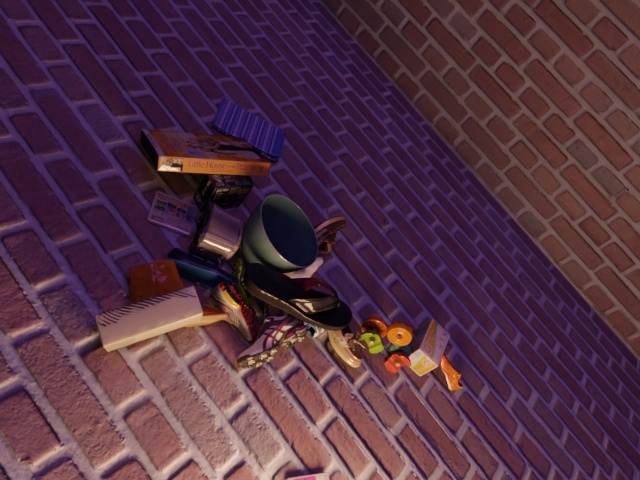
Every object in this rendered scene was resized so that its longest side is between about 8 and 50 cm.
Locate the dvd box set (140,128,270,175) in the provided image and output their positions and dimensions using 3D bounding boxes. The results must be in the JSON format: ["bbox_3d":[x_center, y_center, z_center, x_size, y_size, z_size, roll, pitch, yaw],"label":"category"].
[{"bbox_3d":[-0.440,-0.335,1.912,0.420,0.062,0.307,-1,29,-31],"label":"dvd box set"}]

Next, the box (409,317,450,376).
[{"bbox_3d":[0.436,0.437,2.061,0.103,0.114,0.203,42,42,-1],"label":"box"}]

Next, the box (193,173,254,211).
[{"bbox_3d":[-0.369,-0.190,1.914,0.180,0.147,0.078,-13,66,-44],"label":"box"}]

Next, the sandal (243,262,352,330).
[{"bbox_3d":[-0.049,0.187,1.713,0.445,0.107,0.168,26,33,-29],"label":"sandal"}]

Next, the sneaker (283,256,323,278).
[{"bbox_3d":[-0.061,0.132,1.960,0.212,0.080,0.094,-23,84,-40],"label":"sneaker"}]

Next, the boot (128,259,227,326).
[{"bbox_3d":[-0.444,0.161,1.579,0.295,0.104,0.211,2,64,-29],"label":"boot"}]

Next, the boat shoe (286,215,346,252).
[{"bbox_3d":[0.000,0.000,2.085,0.342,0.123,0.123,-28,86,-45],"label":"boat shoe"}]

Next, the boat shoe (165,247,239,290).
[{"bbox_3d":[-0.387,0.089,1.697,0.258,0.109,0.089,30,38,-18],"label":"boat shoe"}]

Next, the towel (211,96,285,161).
[{"bbox_3d":[-0.319,-0.514,2.312,0.336,0.040,0.243,27,43,-19],"label":"towel"}]

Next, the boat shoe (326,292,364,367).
[{"bbox_3d":[0.079,0.332,1.861,0.285,0.089,0.104,58,21,17],"label":"boat shoe"}]

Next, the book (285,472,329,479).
[{"bbox_3d":[-0.030,0.745,1.487,0.144,0.035,0.096,10,47,-33],"label":"book"}]

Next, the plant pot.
[{"bbox_3d":[-0.175,0.004,1.849,0.290,0.195,0.290,34,40,-34],"label":"plant pot"}]

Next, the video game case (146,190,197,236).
[{"bbox_3d":[-0.529,-0.096,1.804,0.157,0.019,0.143,22,45,-22],"label":"video game case"}]

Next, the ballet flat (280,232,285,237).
[{"bbox_3d":[-0.154,-0.085,2.053,0.077,0.077,0.231,21,45,-23],"label":"ballet flat"}]

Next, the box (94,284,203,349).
[{"bbox_3d":[-0.481,0.220,1.425,0.275,0.113,0.094,-17,77,-23],"label":"box"}]

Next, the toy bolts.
[{"bbox_3d":[0.291,0.372,1.953,0.228,0.218,0.158,52,31,-18],"label":"toy bolts"}]

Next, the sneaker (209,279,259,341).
[{"bbox_3d":[-0.284,0.241,1.678,0.225,0.092,0.088,58,21,-5],"label":"sneaker"}]

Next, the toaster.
[{"bbox_3d":[-0.367,-0.027,1.797,0.146,0.129,0.227,28,41,-23],"label":"toaster"}]

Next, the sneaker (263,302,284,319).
[{"bbox_3d":[-0.145,0.218,1.784,0.095,0.104,0.236,8,55,-38],"label":"sneaker"}]

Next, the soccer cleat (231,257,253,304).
[{"bbox_3d":[-0.271,0.148,1.783,0.072,0.060,0.179,19,52,-39],"label":"soccer cleat"}]

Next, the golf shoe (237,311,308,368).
[{"bbox_3d":[-0.173,0.326,1.659,0.272,0.105,0.120,-25,69,-36],"label":"golf shoe"}]

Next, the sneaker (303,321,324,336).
[{"bbox_3d":[-0.050,0.292,1.838,0.144,0.053,0.059,46,43,5],"label":"sneaker"}]

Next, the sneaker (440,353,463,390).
[{"bbox_3d":[0.534,0.531,2.055,0.175,0.067,0.064,63,23,-16],"label":"sneaker"}]
